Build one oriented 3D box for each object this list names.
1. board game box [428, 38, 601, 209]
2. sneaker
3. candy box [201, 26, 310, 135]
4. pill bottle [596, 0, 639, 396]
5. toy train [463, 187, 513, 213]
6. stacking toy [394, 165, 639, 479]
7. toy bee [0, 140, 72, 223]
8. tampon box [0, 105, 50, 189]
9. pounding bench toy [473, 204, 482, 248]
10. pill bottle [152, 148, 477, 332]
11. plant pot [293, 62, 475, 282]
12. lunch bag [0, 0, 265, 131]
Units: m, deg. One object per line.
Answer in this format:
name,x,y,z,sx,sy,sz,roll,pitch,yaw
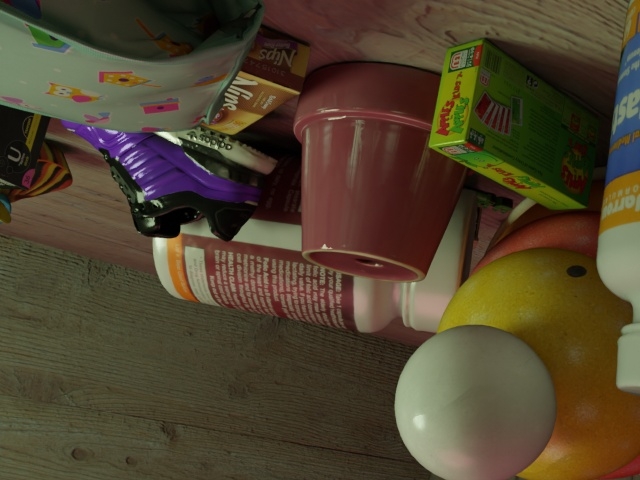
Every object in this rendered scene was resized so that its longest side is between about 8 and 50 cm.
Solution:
board game box,0.181,-0.099,0.699,0.181,0.092,0.043,20,167,-36
sneaker,-0.207,-0.081,0.927,0.293,0.146,0.102,21,-176,19
candy box,-0.099,-0.162,0.771,0.109,0.053,0.186,16,169,-25
pill bottle,0.259,-0.033,0.488,0.152,0.272,0.152,11,168,2
toy train,0.226,-0.055,1.056,0.083,0.017,0.024,15,158,-17
stacking toy,0.225,0.113,0.711,0.350,0.351,0.480,3,-171,35
toy bee,-0.545,-0.088,1.194,0.195,0.298,0.162,37,156,23
tampon box,-0.475,-0.143,1.062,0.161,0.120,0.101,5,166,29
pounding bench toy,0.189,-0.024,1.120,0.083,0.065,0.052,10,169,8
pill bottle,0.000,0.000,1.032,0.392,0.224,0.224,9,168,14
plant pot,0.060,-0.058,0.795,0.201,0.180,0.201,12,168,3
lunch bag,-0.176,-0.171,0.547,0.262,0.160,0.223,21,166,-14
